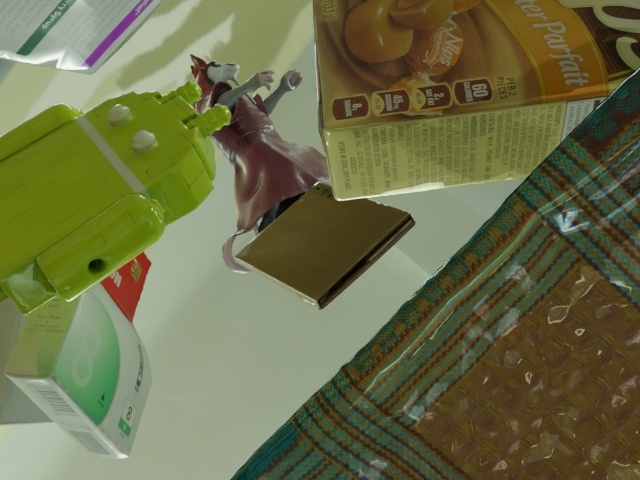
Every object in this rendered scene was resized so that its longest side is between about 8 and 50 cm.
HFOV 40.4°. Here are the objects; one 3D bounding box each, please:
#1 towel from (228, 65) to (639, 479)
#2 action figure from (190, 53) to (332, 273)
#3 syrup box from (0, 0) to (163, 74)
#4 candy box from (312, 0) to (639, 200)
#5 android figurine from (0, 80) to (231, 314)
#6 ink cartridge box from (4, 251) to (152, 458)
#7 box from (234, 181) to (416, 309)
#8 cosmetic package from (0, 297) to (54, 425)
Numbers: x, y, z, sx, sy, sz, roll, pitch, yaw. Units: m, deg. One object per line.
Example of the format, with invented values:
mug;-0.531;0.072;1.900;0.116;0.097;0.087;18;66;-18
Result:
towel;0.119;0.135;0.429;0.370;0.271;0.040;-47;-168;12
action figure;-0.121;-0.164;1.493;0.276;0.248;0.370;-47;-107;16
syrup box;-0.181;-0.153;0.403;0.096;0.237;0.093;-38;-106;24
candy box;0.154;-0.140;0.603;0.316;0.087;0.183;-7;-123;4
android figurine;-0.198;-0.043;0.710;0.273;0.056;0.248;-34;-140;-10
ink cartridge box;-0.204;0.070;0.835;0.056;0.181;0.225;4;-124;15
box;0.000;0.000;1.108;0.164;0.021;0.201;-43;-146;-17
cosmetic package;-0.461;0.065;1.046;0.453;0.161;0.230;7;-95;29
